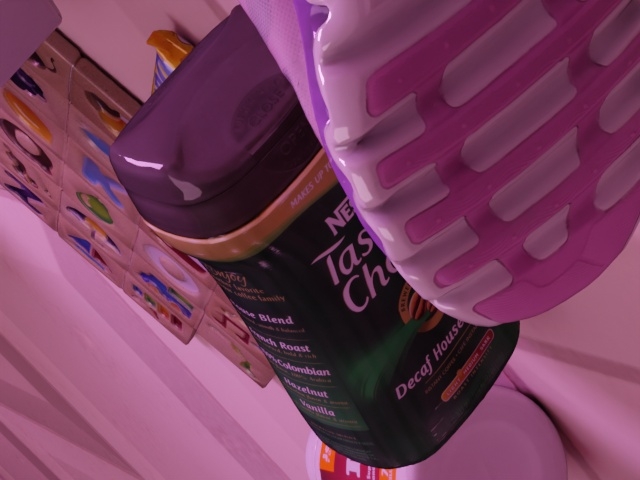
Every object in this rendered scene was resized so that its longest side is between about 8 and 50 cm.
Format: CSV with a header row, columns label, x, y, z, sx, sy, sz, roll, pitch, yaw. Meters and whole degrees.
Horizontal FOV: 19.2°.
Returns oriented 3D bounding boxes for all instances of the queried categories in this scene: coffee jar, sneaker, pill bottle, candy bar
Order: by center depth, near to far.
label,x,y,z,sx,sy,sz,roll,pitch,yaw
sneaker,0.006,-0.087,0.502,0.236,0.095,0.104,60,165,-18
coffee jar,0.000,0.000,0.733,0.079,0.096,0.184,17,152,48
candy bar,-0.067,-0.052,0.868,0.040,0.018,0.161,40,159,7
pill bottle,0.049,0.110,0.921,0.086,0.086,0.152,45,162,-14

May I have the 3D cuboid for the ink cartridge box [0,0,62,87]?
label,x,y,z,sx,sy,sz,roll,pitch,yaw
ink cartridge box,-0.234,-0.118,0.833,0.176,0.128,0.127,25,159,38

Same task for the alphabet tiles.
label,x,y,z,sx,sy,sz,roll,pitch,yaw
alphabet tiles,-0.123,-0.029,1.085,0.285,0.011,0.342,41,164,3
